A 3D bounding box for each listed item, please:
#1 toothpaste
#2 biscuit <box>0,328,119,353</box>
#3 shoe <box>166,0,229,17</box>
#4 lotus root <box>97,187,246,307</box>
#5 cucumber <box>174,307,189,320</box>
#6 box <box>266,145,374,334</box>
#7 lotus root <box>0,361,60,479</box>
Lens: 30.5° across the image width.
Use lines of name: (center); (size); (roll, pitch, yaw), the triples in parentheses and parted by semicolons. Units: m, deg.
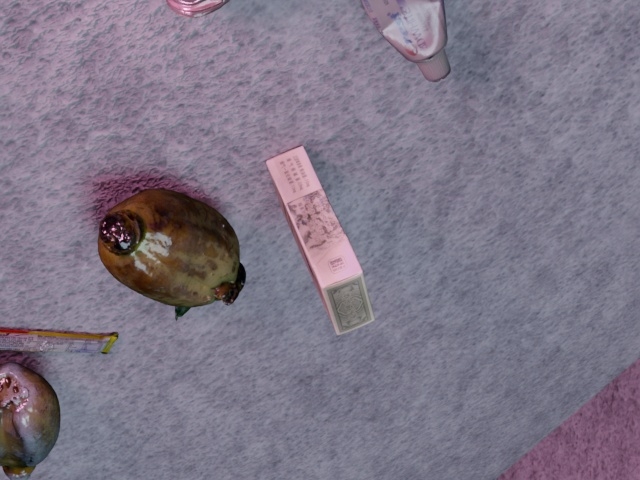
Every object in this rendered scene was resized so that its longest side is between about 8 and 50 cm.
toothpaste: (0.128, -0.326, 1.663); (0.099, 0.068, 0.282); (-51, 144, -12)
biscuit: (-0.469, 0.170, 1.980); (0.292, 0.026, 0.048); (9, 130, -44)
shoe: (-0.116, -0.350, 1.427); (0.180, 0.089, 0.092); (-26, 137, -4)
lotus root: (-0.234, 0.008, 1.796); (0.173, 0.173, 0.309); (-35, 148, 14)
cucumber: (-0.225, 0.083, 2.021); (0.037, 0.037, 0.155); (0, 139, -36)
box: (0.001, 0.000, 1.849); (0.069, 0.256, 0.164); (-23, 148, -3)
lotus root: (-0.531, 0.317, 2.048); (0.158, 0.140, 0.322); (0, 149, -9)
